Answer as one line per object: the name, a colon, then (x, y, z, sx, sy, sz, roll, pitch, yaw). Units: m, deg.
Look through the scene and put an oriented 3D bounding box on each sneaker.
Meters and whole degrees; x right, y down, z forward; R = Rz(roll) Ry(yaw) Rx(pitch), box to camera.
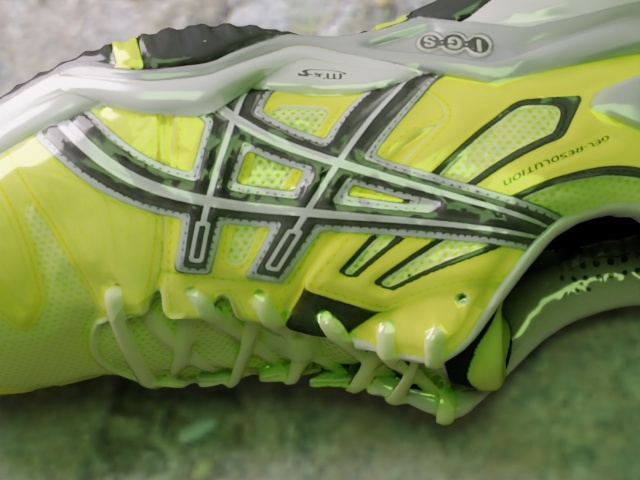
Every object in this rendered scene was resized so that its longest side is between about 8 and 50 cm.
sneaker: (0.000, 0.000, 0.655, 0.385, 0.145, 0.147, -17, 57, 2)
